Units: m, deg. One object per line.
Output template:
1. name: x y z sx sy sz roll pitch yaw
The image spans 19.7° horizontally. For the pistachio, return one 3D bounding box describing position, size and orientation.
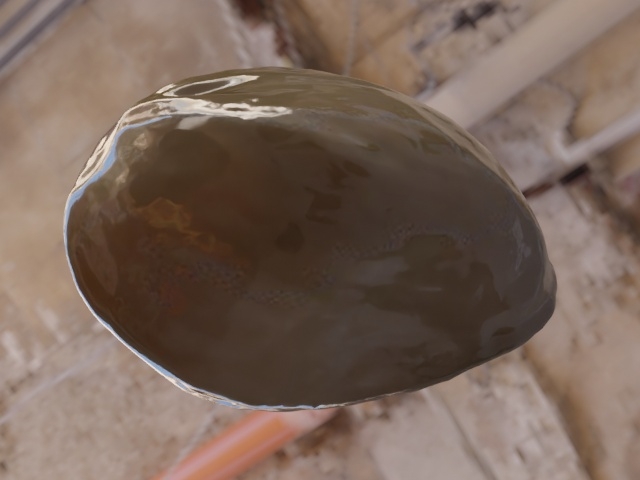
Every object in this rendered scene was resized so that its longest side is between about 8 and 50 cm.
1. pistachio: 0.000 0.000 1.156 0.331 0.208 0.226 5 -116 -24
